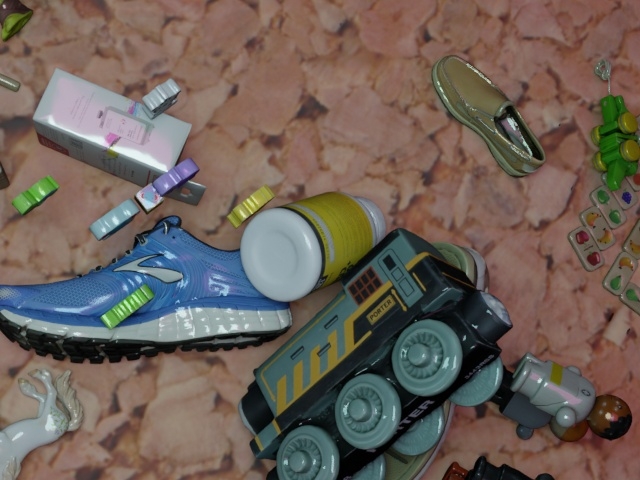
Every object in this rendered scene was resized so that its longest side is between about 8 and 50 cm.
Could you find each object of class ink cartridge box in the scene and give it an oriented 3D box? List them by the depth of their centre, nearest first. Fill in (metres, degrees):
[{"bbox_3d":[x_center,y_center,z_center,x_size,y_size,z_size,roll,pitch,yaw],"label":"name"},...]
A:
[{"bbox_3d":[-0.216,-0.112,1.026,0.198,0.115,0.067,23,77,-10],"label":"ink cartridge box"}]

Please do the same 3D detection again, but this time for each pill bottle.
[{"bbox_3d":[0.000,0.000,1.026,0.184,0.103,0.103,-20,86,-55],"label":"pill bottle"}]

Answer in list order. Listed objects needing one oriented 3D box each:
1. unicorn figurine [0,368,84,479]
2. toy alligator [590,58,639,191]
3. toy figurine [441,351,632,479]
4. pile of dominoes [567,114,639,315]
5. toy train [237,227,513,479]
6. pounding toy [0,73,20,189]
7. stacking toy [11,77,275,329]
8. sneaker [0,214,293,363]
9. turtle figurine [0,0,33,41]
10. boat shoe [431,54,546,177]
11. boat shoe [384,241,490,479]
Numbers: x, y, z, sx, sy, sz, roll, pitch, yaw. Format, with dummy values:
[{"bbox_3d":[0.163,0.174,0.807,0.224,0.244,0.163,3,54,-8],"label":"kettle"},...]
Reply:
[{"bbox_3d":[-0.333,0.212,0.983,0.162,0.060,0.111,-25,88,-14],"label":"unicorn figurine"},{"bbox_3d":[0.397,-0.150,1.199,0.051,0.056,0.190,14,67,-31],"label":"toy alligator"},{"bbox_3d":[0.249,0.247,1.031,0.148,0.213,0.209,28,72,5],"label":"toy figurine"},{"bbox_3d":[0.456,-0.030,1.202,0.196,0.040,0.251,36,76,-6],"label":"pile of dominoes"},{"bbox_3d":[0.049,0.143,0.980,0.334,0.142,0.190,-44,54,18],"label":"toy train"},{"bbox_3d":[-0.421,-0.149,0.996,0.181,0.094,0.206,-23,88,-14],"label":"pounding toy"},{"bbox_3d":[-0.182,-0.041,0.936,0.221,0.052,0.167,-40,92,-16],"label":"stacking toy"},{"bbox_3d":[-0.201,0.054,1.016,0.330,0.130,0.147,-2,72,-19],"label":"sneaker"},{"bbox_3d":[-0.421,-0.328,1.021,0.217,0.087,0.269,38,103,-11],"label":"turtle figurine"},{"bbox_3d":[0.222,-0.167,1.152,0.190,0.072,0.068,46,76,-3],"label":"boat shoe"},{"bbox_3d":[0.134,0.154,1.065,0.103,0.113,0.302,12,99,-53],"label":"boat shoe"}]
